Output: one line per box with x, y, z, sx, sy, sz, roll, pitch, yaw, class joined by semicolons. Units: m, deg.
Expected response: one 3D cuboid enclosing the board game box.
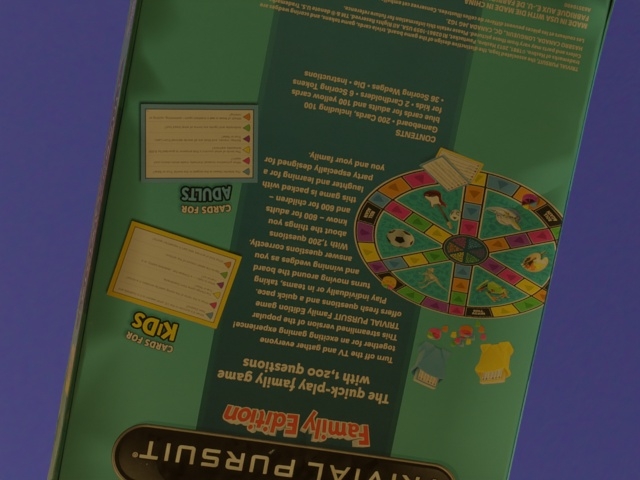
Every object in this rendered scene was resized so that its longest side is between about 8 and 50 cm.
0.000;0.000;0.748;0.253;0.079;0.336;10;-83;-12;board game box
